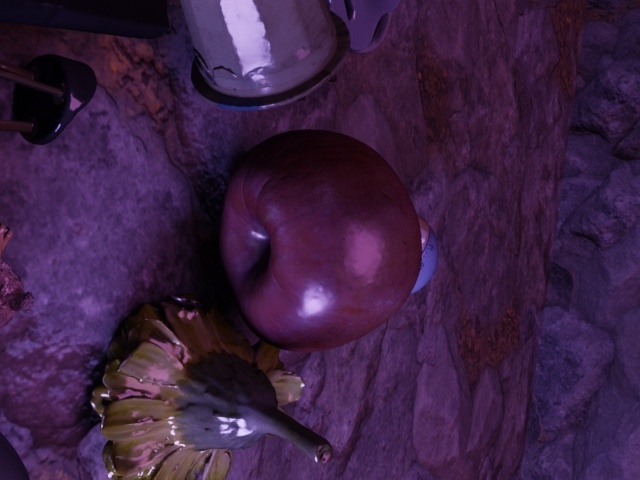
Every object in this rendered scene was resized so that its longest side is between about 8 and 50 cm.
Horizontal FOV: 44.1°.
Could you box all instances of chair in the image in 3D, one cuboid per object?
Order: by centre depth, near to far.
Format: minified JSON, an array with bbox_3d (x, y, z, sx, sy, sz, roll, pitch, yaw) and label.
[{"bbox_3d":[-0.319,-0.141,0.728,0.221,0.104,0.095,1,118,-54],"label":"chair"}]

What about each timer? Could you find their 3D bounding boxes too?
[{"bbox_3d":[0.111,-0.012,1.359,0.175,0.175,0.255,-62,140,-33],"label":"timer"}]

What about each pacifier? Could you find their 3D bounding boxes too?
[{"bbox_3d":[0.123,-0.422,1.259,0.299,0.233,0.244,-57,141,-36],"label":"pacifier"}]

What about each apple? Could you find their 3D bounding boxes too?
[{"bbox_3d":[0.000,0.000,1.056,0.235,0.306,0.306,-2,96,-31],"label":"apple"}]

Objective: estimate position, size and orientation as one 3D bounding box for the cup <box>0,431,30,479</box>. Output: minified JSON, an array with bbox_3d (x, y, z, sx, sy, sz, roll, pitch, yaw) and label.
[{"bbox_3d":[-0.377,0.259,0.572,0.312,0.205,0.205,-51,134,-45],"label":"cup"}]

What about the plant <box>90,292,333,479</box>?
[{"bbox_3d":[-0.131,0.180,0.974,0.306,0.297,0.261,-25,85,-38],"label":"plant"}]

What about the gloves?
[{"bbox_3d":[-0.335,0.053,0.713,0.144,0.110,0.094,-24,126,-23],"label":"gloves"}]

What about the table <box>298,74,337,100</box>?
[{"bbox_3d":[-0.039,-0.327,1.126,0.121,0.111,0.240,-6,99,-59],"label":"table"}]

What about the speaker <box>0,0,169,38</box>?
[{"bbox_3d":[-0.291,-0.275,0.696,0.388,0.184,0.180,-41,131,-73],"label":"speaker"}]

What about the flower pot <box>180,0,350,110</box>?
[{"bbox_3d":[-0.087,-0.298,0.939,0.212,0.212,0.202,-61,146,-34],"label":"flower pot"}]
